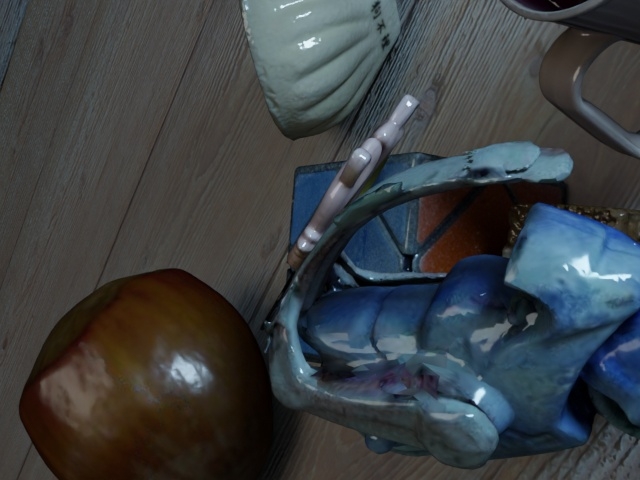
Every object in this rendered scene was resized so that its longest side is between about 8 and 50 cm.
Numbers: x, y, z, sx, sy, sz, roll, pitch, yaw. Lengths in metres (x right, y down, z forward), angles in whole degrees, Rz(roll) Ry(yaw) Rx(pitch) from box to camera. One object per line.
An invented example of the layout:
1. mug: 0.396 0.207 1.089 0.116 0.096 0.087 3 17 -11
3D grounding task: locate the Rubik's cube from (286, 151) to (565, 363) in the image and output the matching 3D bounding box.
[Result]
1. Rubik's cube: 0.100 0.030 0.971 0.205 0.207 0.205 0 85 55

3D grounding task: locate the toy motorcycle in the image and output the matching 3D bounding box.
1. toy motorcycle: 0.107 0.067 0.687 0.319 0.241 0.182 -13 52 34

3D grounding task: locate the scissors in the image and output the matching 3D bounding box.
1. scissors: 0.000 0.000 0.863 0.024 0.160 0.317 36 140 4

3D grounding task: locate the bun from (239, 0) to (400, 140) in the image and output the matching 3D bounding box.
1. bun: 0.010 -0.264 1.185 0.175 0.263 0.263 -13 68 10

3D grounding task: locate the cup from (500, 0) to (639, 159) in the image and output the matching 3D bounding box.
1. cup: 0.272 -0.215 0.700 0.208 0.273 0.288 -7 79 55

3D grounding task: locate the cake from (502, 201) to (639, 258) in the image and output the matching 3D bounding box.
1. cake: 0.237 0.044 0.827 0.134 0.135 0.147 5 89 54

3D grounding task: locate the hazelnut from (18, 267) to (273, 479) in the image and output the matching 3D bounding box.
1. hazelnut: -0.239 0.231 1.358 0.365 0.365 0.366 -14 72 54
